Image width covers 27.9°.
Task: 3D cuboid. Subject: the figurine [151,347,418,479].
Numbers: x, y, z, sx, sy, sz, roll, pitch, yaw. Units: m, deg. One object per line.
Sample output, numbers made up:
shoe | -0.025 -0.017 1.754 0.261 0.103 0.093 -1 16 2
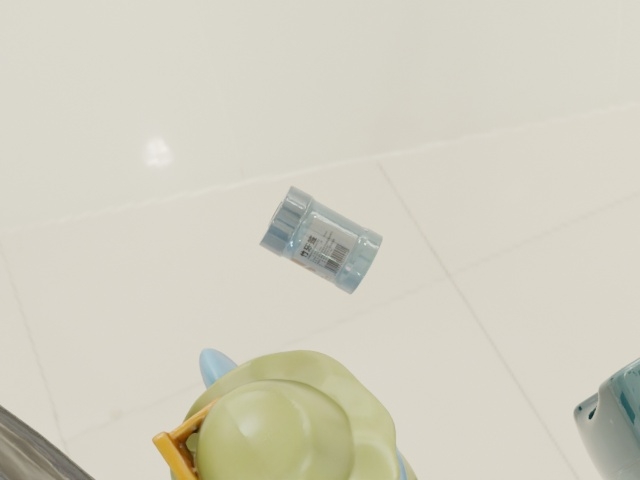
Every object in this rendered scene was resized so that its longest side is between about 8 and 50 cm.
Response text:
figurine | 0.001 0.173 0.808 0.153 0.262 0.180 -16 47 18

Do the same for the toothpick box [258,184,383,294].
toothpick box | 0.000 0.000 1.858 0.153 0.101 0.101 30 58 -4

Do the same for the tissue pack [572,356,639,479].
tissue pack | 0.445 0.240 1.603 0.198 0.287 0.206 -28 74 -11

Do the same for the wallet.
wallet | -0.301 0.314 1.459 0.247 0.323 0.041 34 55 13
